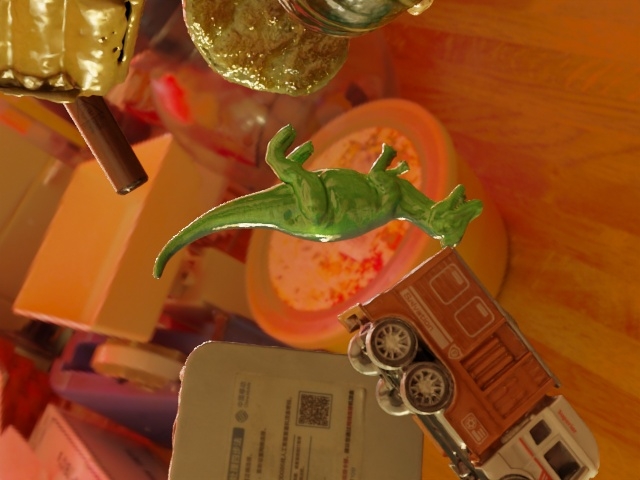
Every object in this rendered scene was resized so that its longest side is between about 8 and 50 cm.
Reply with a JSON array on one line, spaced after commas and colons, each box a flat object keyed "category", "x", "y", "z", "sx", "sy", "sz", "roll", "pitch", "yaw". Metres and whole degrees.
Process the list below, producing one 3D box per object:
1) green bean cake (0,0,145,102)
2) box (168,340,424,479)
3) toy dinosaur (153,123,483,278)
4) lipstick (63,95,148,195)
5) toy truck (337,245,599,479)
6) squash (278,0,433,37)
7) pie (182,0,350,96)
[{"category": "green bean cake", "x": -0.246, "y": -0.226, "z": 0.689, "sx": 0.131, "sy": 0.229, "sz": 0.224, "roll": 113, "pitch": 162, "yaw": -50}, {"category": "box", "x": -0.043, "y": 0.370, "z": 1.393, "sx": 0.111, "sy": 0.396, "sz": 0.396, "roll": 114, "pitch": 162, "yaw": -71}, {"category": "toy dinosaur", "x": 0.000, "y": 0.000, "z": 1.579, "sx": 0.374, "sy": 0.144, "sz": 0.500, "roll": 41, "pitch": 75, "yaw": 11}, {"category": "lipstick", "x": -0.358, "y": -0.230, "z": 1.282, "sx": 0.057, "sy": 0.357, "sz": 0.057, "roll": -29, "pitch": 6, "yaw": 3}, {"category": "toy truck", "x": 0.211, "y": 0.207, "z": 1.224, "sx": 0.207, "sy": 0.387, "sz": 0.173, "roll": -36, "pitch": -4, "yaw": -14}, {"category": "squash", "x": 0.044, "y": -0.283, "z": 0.818, "sx": 0.218, "sy": 0.172, "sz": 0.218, "roll": -47, "pitch": -3, "yaw": -3}, {"category": "pie", "x": -0.095, "y": -0.415, "z": 1.583, "sx": 0.296, "sy": 0.371, "sz": 0.078, "roll": -19, "pitch": 37, "yaw": -1}]
